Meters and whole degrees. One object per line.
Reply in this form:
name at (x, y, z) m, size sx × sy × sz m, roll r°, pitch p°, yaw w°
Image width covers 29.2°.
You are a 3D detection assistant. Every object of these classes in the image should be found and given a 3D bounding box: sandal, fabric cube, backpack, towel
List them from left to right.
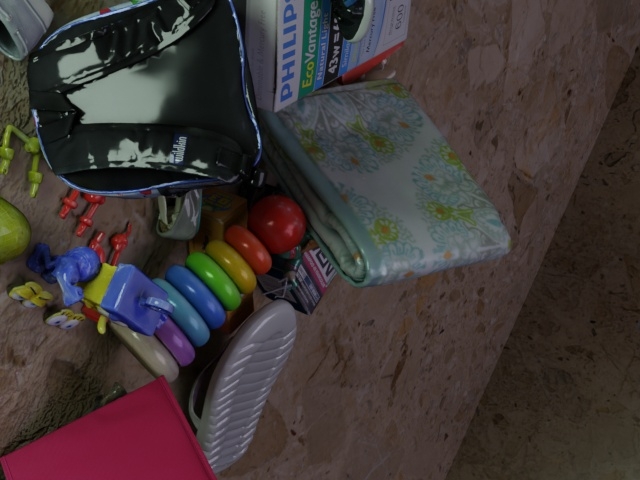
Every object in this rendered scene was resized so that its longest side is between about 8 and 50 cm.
fabric cube at (-0.261, 0.399, 1.747) m, size 0.258 × 0.254 × 0.259 m, roll -26°, pitch 142°, yaw -9°
backpack at (-0.214, -0.170, 1.500) m, size 0.213 × 0.263 × 0.276 m, roll 133°, pitch -53°, yaw -83°
sandal at (-0.162, 0.249, 2.098) m, size 0.169 × 0.102 × 0.416 m, roll -23°, pitch 145°, yaw -45°
towel at (0.095, -0.101, 1.957) m, size 0.320 × 0.374 × 0.090 m, roll -13°, pitch 149°, yaw -36°

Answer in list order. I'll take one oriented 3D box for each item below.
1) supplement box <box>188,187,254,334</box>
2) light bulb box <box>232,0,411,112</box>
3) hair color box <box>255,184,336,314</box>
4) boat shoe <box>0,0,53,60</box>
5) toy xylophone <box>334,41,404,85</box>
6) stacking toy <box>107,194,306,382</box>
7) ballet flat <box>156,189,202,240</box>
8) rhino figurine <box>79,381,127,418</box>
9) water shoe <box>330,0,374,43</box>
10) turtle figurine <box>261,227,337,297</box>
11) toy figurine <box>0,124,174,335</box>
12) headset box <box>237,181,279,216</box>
supplement box at (-0.159, 0.033, 1.965) m, size 0.080 × 0.078 × 0.233 m, roll -44°, pitch 145°, yaw -40°
light bulb box at (-0.043, -0.415, 1.682) m, size 0.361 × 0.225 × 0.358 m, roll -37°, pitch 140°, yaw -48°
hair color box at (0.006, -0.062, 2.170) m, size 0.347 × 0.105 × 0.174 m, roll -59°, pitch 152°, yaw -19°
boat shoe at (-0.370, -0.267, 1.344) m, size 0.081 × 0.079 × 0.227 m, roll -67°, pitch 157°, yaw -12°
toy xylophone at (0.057, -0.387, 2.050) m, size 0.236 × 0.081 × 0.322 m, roll -46°, pitch 146°, yaw -37°
stacking toy at (-0.155, 0.056, 1.833) m, size 0.330 × 0.141 × 0.141 m, roll -42°, pitch 147°, yaw -14°
ballet flat at (-0.200, -0.101, 1.805) m, size 0.068 × 0.072 × 0.213 m, roll 3°, pitch 107°, yaw -30°
rhino figurine at (-0.308, 0.322, 1.904) m, size 0.106 × 0.073 × 0.243 m, roll -40°, pitch 146°, yaw -18°
water shoe at (0.019, -0.339, 1.549) m, size 0.080 × 0.073 × 0.203 m, roll -19°, pitch 132°, yaw -23°
turtle figurine at (0.000, 0.000, 1.979) m, size 0.234 × 0.175 × 0.118 m, roll -33°, pitch 99°, yaw -42°
toy figurine at (-0.278, 0.025, 1.581) m, size 0.191 × 0.217 × 0.362 m, roll -61°, pitch 153°, yaw -14°
headset box at (-0.109, -0.066, 2.033) m, size 0.083 × 0.032 × 0.062 m, roll 8°, pitch 102°, yaw -62°
